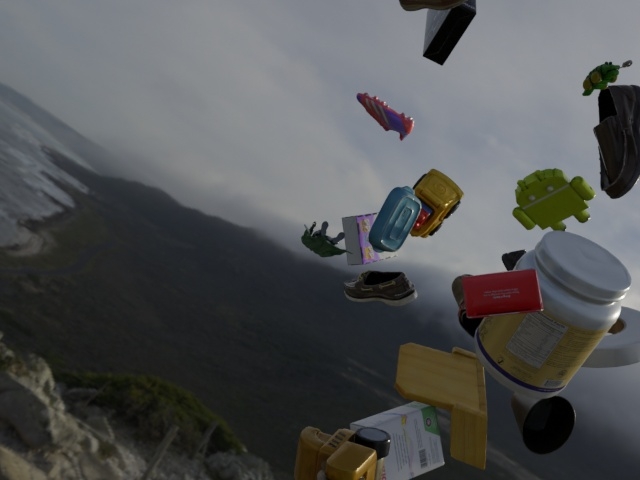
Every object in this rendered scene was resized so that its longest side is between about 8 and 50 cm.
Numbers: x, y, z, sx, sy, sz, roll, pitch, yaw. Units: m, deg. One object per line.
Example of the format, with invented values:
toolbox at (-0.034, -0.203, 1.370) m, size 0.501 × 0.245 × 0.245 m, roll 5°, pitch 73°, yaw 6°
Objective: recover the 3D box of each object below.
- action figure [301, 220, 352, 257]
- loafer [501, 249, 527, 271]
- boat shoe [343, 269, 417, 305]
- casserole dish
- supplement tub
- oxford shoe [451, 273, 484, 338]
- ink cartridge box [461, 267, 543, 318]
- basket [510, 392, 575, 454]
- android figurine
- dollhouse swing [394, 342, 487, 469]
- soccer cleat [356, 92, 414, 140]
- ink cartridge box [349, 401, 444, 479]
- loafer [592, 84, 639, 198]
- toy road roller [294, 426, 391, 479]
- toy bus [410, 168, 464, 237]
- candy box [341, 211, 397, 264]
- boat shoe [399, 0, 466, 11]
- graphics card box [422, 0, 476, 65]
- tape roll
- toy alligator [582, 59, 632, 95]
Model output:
action figure at (0.000, 0.000, 1.610) m, size 0.137 × 0.063 × 0.232 m, roll 35°, pitch -13°, yaw -7°
loafer at (0.577, 0.116, 1.714) m, size 0.080 × 0.078 × 0.220 m, roll 13°, pitch 47°, yaw -60°
boat shoe at (0.183, 0.146, 2.085) m, size 0.324 × 0.117 × 0.096 m, roll 2°, pitch -60°, yaw 56°
casserole dish at (0.196, -0.049, 1.611) m, size 0.114 × 0.188 × 0.037 m, roll 25°, pitch 4°, yaw -40°
supplement tub at (0.522, 0.169, 1.434) m, size 0.241 × 0.331 × 0.241 m, roll 14°, pitch 33°, yaw -10°
oxford shoe at (0.445, 0.191, 1.791) m, size 0.130 × 0.123 × 0.348 m, roll 14°, pitch 21°, yaw -22°
ink cartridge box at (0.343, 0.098, 1.187) m, size 0.134 × 0.078 × 0.231 m, roll -8°, pitch -5°, yaw 16°
basket at (0.730, 0.578, 2.105) m, size 0.154 × 0.204 × 0.227 m, roll 28°, pitch 6°, yaw 1°
android figurine at (0.735, -0.127, 2.004) m, size 0.273 × 0.248 × 0.056 m, roll 39°, pitch 39°, yaw -28°
dollhouse swing at (0.422, 0.568, 2.209) m, size 0.305 × 0.315 × 0.347 m, roll 1°, pitch 25°, yaw 10°
soccer cleat at (0.232, -0.461, 2.326) m, size 0.248 × 0.095 × 0.083 m, roll 26°, pitch 18°, yaw -15°
ink cartridge box at (0.247, 0.658, 2.028) m, size 0.278 × 0.201 × 0.117 m, roll -8°, pitch -1°, yaw -31°
loafer at (0.840, -0.292, 1.816) m, size 0.130 × 0.365 × 0.134 m, roll 14°, pitch -21°, yaw -8°
toy road roller at (0.025, 0.599, 1.600) m, size 0.241 × 0.202 × 0.329 m, roll 10°, pitch 8°, yaw 22°
toy bus at (0.311, -0.083, 1.951) m, size 0.149 × 0.211 × 0.220 m, roll 40°, pitch -49°, yaw 8°
candy box at (0.170, -0.011, 2.143) m, size 0.070 × 0.164 × 0.196 m, roll -5°, pitch 3°, yaw 44°
boat shoe at (0.383, -0.853, 2.112) m, size 0.324 × 0.123 × 0.116 m, roll 7°, pitch -26°, yaw 42°
graphics card box at (0.478, -0.843, 2.323) m, size 0.094 × 0.371 × 0.232 m, roll 24°, pitch -46°, yaw -9°
tape roll at (0.903, 0.309, 2.090) m, size 0.392 × 0.392 × 0.072 m, roll -155°, pitch -127°, yaw -65°
toy alligator at (0.713, -0.422, 1.573) m, size 0.056 × 0.051 × 0.189 m, roll -4°, pitch -12°, yaw -11°
